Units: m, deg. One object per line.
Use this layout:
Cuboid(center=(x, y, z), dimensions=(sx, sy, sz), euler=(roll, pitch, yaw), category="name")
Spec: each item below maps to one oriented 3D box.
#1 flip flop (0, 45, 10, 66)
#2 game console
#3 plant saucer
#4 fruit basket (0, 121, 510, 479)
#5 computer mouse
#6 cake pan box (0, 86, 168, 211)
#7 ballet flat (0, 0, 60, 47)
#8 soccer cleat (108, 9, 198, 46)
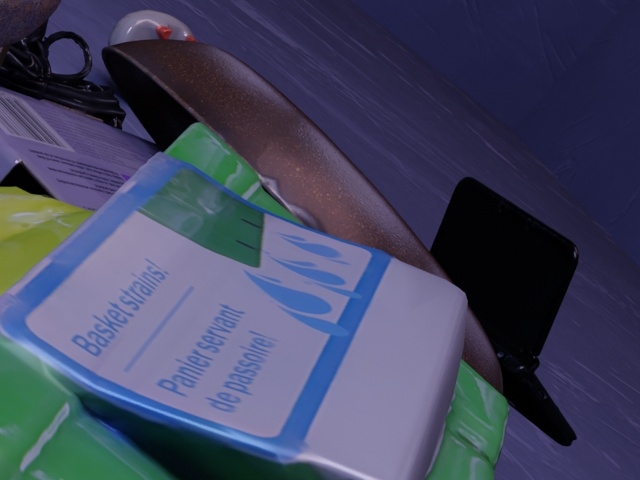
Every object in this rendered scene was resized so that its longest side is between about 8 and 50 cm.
Cuboid(center=(-0.226, -0.141, 0.980), dimensions=(0.112, 0.080, 0.277), euler=(-1, 43, -28), category="flip flop")
Cuboid(center=(0.110, 0.040, 1.117), dimensions=(0.107, 0.071, 0.122), euler=(53, -8, -35), category="game console")
Cuboid(center=(0.000, 0.000, 1.080), dimensions=(0.310, 0.050, 0.310), euler=(48, -8, 9), category="plant saucer")
Cuboid(center=(-0.132, 0.023, 0.424), dimensions=(0.353, 0.165, 0.327), euler=(33, 18, 1), category="fruit basket")
Cuboid(center=(-0.233, -0.171, 1.168), dimensions=(0.272, 0.072, 0.188), euler=(60, 15, 24), category="computer mouse")
Cuboid(center=(-0.060, 0.038, 0.907), dimensions=(0.246, 0.070, 0.267), euler=(43, 10, 21), category="cake pan box")
Cuboid(center=(-0.237, -0.118, 0.785), dimensions=(0.316, 0.107, 0.106), euler=(16, 35, -34), category="ballet flat")
Cuboid(center=(-0.111, -0.125, 1.433), dimensions=(0.076, 0.068, 0.196), euler=(30, 3, 25), category="soccer cleat")
